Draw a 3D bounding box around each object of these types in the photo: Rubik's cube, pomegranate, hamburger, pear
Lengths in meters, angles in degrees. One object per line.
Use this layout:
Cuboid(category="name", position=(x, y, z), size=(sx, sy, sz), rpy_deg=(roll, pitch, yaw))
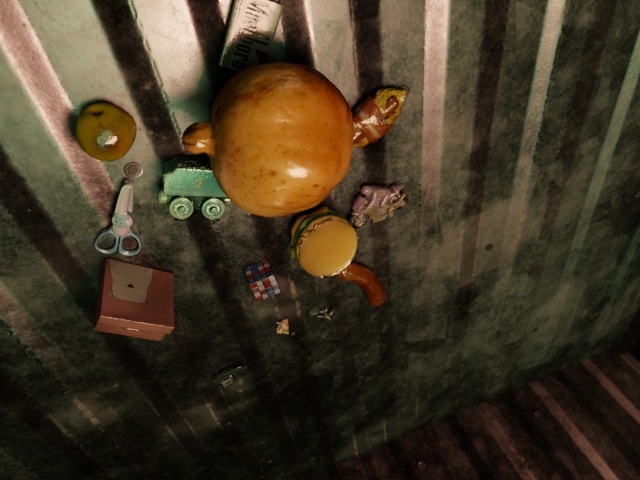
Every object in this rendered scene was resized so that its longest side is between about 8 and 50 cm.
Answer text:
Cuboid(category="Rubik's cube", position=(-0.199, 0.135, 1.552), size=(0.092, 0.092, 0.092), rpy_deg=(-22, 133, -7))
Cuboid(category="pomegranate", position=(-0.125, -0.242, 1.102), size=(0.409, 0.410, 0.411), rpy_deg=(-12, 130, -15))
Cuboid(category="hamburger", position=(0.000, 0.000, 1.496), size=(0.236, 0.149, 0.237), rpy_deg=(-13, 123, -20))
Cuboid(category="pear", position=(-0.516, -0.254, 1.094), size=(0.140, 0.104, 0.141), rpy_deg=(-14, 135, -14))

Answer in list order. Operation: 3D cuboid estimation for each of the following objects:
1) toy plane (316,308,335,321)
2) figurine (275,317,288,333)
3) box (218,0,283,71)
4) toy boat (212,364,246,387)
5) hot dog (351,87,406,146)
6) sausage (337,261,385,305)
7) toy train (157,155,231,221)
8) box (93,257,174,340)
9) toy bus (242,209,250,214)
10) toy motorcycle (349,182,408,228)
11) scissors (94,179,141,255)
Cuboid(category="toy plane", position=(0.028, 0.301, 1.829), size=(0.078, 0.031, 0.083), rpy_deg=(-22, 132, 15))
Cuboid(category="figurine", position=(-0.149, 0.339, 1.776), size=(0.050, 0.047, 0.083), rpy_deg=(-2, 136, -4))
Cuboid(category="box", position=(-0.170, -0.498, 1.094), size=(0.115, 0.036, 0.178), rpy_deg=(7, 123, -29))
Cuboid(category="toy boat", position=(-0.363, 0.544, 1.833), size=(0.141, 0.060, 0.055), rpy_deg=(-28, 131, -5))
Cuboid(category="hot dog", position=(0.151, -0.347, 1.319), size=(0.261, 0.093, 0.123), rpy_deg=(-43, 131, 12))
Cuboid(category="sausage", position=(0.164, 0.158, 1.742), size=(0.102, 0.076, 0.302), rpy_deg=(-39, 132, 8))
Cuboid(category="toy train", position=(-0.343, -0.147, 1.253), size=(0.203, 0.112, 0.163), rpy_deg=(-1, 121, -24))
Cuboid(category="box", position=(-0.551, 0.179, 1.351), size=(0.215, 0.215, 0.086), rpy_deg=(18, 129, -34))
Cuboid(category="toy bus", position=(-0.163, -0.155, 1.355), size=(0.190, 0.064, 0.075), rpy_deg=(-32, 138, 3))
Cuboid(category="toy motorcycle", position=(0.188, -0.132, 1.524), size=(0.224, 0.073, 0.152), rpy_deg=(-24, 130, -3))
Cuboid(category="scissors", position=(-0.559, -0.059, 1.276), size=(0.125, 0.030, 0.256), rpy_deg=(6, 127, -27))
